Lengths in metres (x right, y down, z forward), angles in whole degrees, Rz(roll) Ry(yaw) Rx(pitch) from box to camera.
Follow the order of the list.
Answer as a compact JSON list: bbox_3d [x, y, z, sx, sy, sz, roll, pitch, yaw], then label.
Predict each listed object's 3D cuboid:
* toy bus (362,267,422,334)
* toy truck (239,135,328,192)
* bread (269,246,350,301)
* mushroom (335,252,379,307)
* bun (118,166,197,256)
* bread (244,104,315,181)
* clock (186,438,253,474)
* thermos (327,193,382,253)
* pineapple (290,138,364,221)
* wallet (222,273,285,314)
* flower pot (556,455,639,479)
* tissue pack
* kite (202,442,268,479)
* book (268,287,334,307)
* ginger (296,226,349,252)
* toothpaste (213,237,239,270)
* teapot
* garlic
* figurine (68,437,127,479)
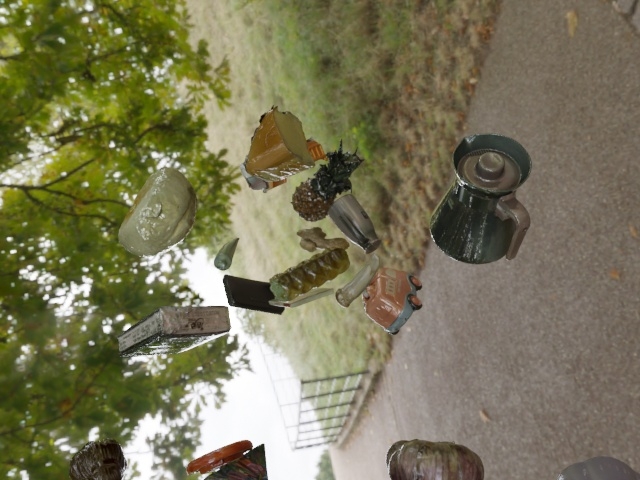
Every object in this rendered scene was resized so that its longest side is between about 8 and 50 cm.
[{"bbox_3d":[0.281,0.237,2.371,0.194,0.232,0.287,-58,10,33],"label":"toy bus"},{"bbox_3d":[-0.121,-0.244,1.789,0.114,0.271,0.135,-33,-77,-55],"label":"toy truck"},{"bbox_3d":[-0.025,0.097,1.717,0.098,0.270,0.087,5,118,59],"label":"bread"},{"bbox_3d":[0.131,0.136,1.933,0.071,0.209,0.084,41,180,1],"label":"mushroom"},{"bbox_3d":[-0.379,-0.066,1.381,0.153,0.244,0.243,27,-147,-24],"label":"bun"},{"bbox_3d":[-0.110,-0.246,1.445,0.140,0.169,0.159,14,-116,-50],"label":"bread"},{"bbox_3d":[-0.296,0.647,1.684,0.205,0.205,0.051,66,-179,-71],"label":"clock"},{"bbox_3d":[0.109,-0.045,1.785,0.193,0.105,0.137,55,-164,23],"label":"thermos"},{"bbox_3d":[0.033,-0.193,1.917,0.364,0.166,0.165,-42,49,51],"label":"pineapple"},{"bbox_3d":[-0.238,0.200,2.085,0.250,0.044,0.149,16,-142,-36],"label":"wallet"},{"bbox_3d":[0.735,0.723,1.435,0.243,0.265,0.264,-11,-90,-71],"label":"flower pot"},{"bbox_3d":[-0.333,0.207,1.282,0.174,0.236,0.073,3,-113,-40],"label":"tissue pack"},{"bbox_3d":[-0.248,0.750,1.846,0.234,0.321,0.016,41,-152,-24],"label":"kite"},{"bbox_3d":[-0.069,0.193,1.945,0.232,0.162,0.022,-6,100,67],"label":"book"},{"bbox_3d":[0.008,-0.005,2.226,0.133,0.214,0.058,-86,-5,-54],"label":"ginger"},{"bbox_3d":[-0.268,0.039,1.597,0.069,0.047,0.268,-64,10,8],"label":"toothpaste"},{"bbox_3d":[0.450,-0.089,1.559,0.344,0.254,0.300,82,162,-56],"label":"teapot"},{"bbox_3d":[0.273,0.568,1.380,0.245,0.245,0.160,64,-147,-73],"label":"garlic"},{"bbox_3d":[-0.504,0.556,1.221,0.168,0.188,0.315,-106,38,-66],"label":"figurine"}]
